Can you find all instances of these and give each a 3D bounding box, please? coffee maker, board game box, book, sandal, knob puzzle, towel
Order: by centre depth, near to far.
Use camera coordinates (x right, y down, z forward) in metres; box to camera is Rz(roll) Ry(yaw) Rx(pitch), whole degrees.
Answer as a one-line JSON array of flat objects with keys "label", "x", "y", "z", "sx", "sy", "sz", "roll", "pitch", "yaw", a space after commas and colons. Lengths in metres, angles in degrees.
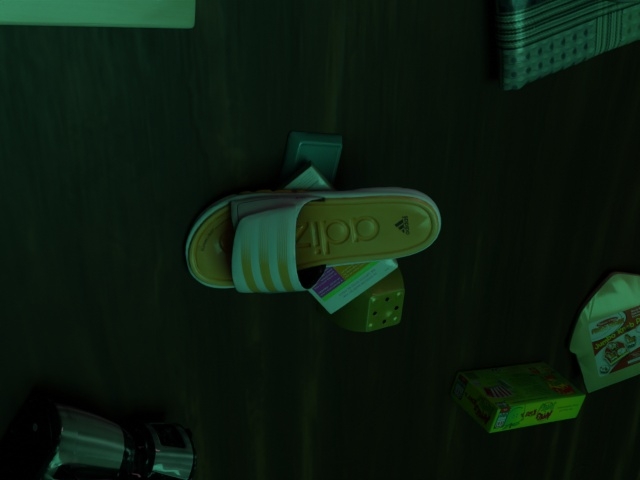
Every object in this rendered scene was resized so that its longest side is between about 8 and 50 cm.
[{"label": "sandal", "x": -0.011, "y": -0.001, "z": 0.808, "sx": 0.265, "sy": 0.076, "sz": 0.102, "roll": -9, "pitch": 112, "yaw": 6}, {"label": "coffee maker", "x": -0.246, "y": 0.253, "z": 0.855, "sx": 0.178, "sy": 0.120, "sz": 0.171, "roll": 26, "pitch": 123, "yaw": -39}, {"label": "book", "x": 0.000, "y": 0.000, "z": 0.865, "sx": 0.096, "sy": 0.035, "sz": 0.144, "roll": -38, "pitch": 108, "yaw": 12}, {"label": "towel", "x": 0.322, "y": -0.360, "z": 0.915, "sx": 0.324, "sy": 0.056, "sz": 0.312, "roll": -22, "pitch": 123, "yaw": -19}, {"label": "board game box", "x": 0.290, "y": 0.227, "z": 1.190, "sx": 0.181, "sy": 0.092, "sz": 0.043, "roll": 0, "pitch": 117, "yaw": -33}, {"label": "knob puzzle", "x": 0.477, "y": 0.129, "z": 1.281, "sx": 0.213, "sy": 0.030, "sz": 0.213, "roll": -3, "pitch": 113, "yaw": -8}]

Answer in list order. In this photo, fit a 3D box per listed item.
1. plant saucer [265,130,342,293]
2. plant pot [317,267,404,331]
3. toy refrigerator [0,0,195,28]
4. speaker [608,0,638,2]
[{"label": "plant saucer", "x": -0.022, "y": -0.025, "z": 0.892, "sx": 0.067, "sy": 0.018, "sz": 0.192, "roll": -1, "pitch": 117, "yaw": -33}, {"label": "plant pot", "x": 0.054, "y": 0.062, "z": 0.947, "sx": 0.081, "sy": 0.083, "sz": 0.081, "roll": -11, "pitch": 121, "yaw": -27}, {"label": "toy refrigerator", "x": -0.234, "y": -0.215, "z": 0.598, "sx": 0.269, "sy": 0.094, "sz": 0.102, "roll": -8, "pitch": 113, "yaw": -30}, {"label": "speaker", "x": 0.404, "y": -0.325, "z": 0.866, "sx": 0.296, "sy": 0.131, "sz": 0.131, "roll": -12, "pitch": 122, "yaw": -25}]
